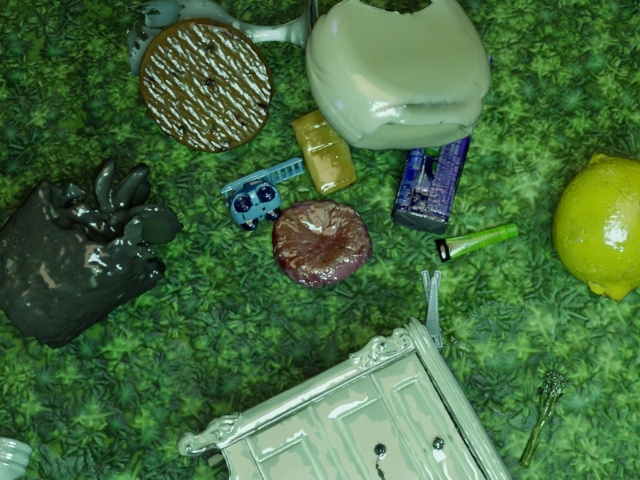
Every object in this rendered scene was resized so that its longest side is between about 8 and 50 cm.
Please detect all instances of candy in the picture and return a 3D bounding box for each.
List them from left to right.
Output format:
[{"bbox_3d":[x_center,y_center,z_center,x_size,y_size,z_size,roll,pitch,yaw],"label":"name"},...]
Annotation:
[{"bbox_3d":[0.189,-0.160,1.204,0.088,0.061,0.312,16,69,7],"label":"candy"}]

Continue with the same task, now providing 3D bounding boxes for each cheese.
[{"bbox_3d":[0.113,-0.244,1.115,0.266,0.127,0.233,-3,67,-18],"label":"cheese"}]

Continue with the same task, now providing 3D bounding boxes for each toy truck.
[{"bbox_3d":[-0.078,-0.074,1.187,0.136,0.063,0.074,-22,50,-9],"label":"toy truck"}]

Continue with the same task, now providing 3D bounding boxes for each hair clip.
[{"bbox_3d":[0.162,0.095,1.118,0.030,0.039,0.115,2,66,-2],"label":"hair clip"}]

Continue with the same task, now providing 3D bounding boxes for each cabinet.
[{"bbox_3d":[0.041,0.305,0.939,0.318,0.227,0.290,-25,70,-7],"label":"cabinet"}]

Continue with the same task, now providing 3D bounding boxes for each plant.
[{"bbox_3d":[-0.330,0.006,1.093,0.276,0.199,0.188,-38,75,-5],"label":"plant"}]

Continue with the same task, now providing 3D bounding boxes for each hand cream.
[{"bbox_3d":[0.233,-0.001,1.158,0.122,0.023,0.036,-16,80,-2],"label":"hand cream"}]

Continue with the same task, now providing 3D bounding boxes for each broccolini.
[{"bbox_3d":[0.298,0.241,1.061,0.035,0.030,0.140,24,76,20],"label":"broccolini"}]

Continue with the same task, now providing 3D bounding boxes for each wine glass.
[{"bbox_3d":[-0.150,-0.325,1.249,0.321,0.143,0.143,-4,68,2],"label":"wine glass"}]

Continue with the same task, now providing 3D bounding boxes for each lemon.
[{"bbox_3d":[0.410,-0.018,1.079,0.173,0.173,0.206,9,79,6],"label":"lemon"}]

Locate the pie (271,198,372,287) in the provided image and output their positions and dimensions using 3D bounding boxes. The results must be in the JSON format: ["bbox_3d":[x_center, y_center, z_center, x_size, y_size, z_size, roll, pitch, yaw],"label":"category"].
[{"bbox_3d":[0.000,0.000,1.161,0.153,0.038,0.154,0,67,1],"label":"pie"}]

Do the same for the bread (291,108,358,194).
[{"bbox_3d":[0.007,-0.136,1.202,0.074,0.053,0.132,-18,79,-3],"label":"bread"}]

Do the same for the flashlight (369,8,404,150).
[{"bbox_3d":[0.095,-0.260,1.240,0.093,0.093,0.232,9,64,6],"label":"flashlight"}]

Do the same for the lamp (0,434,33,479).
[{"bbox_3d":[-0.435,0.353,1.014,0.106,0.106,0.193,6,62,5],"label":"lamp"}]

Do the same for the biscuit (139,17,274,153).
[{"bbox_3d":[-0.176,-0.236,1.198,0.212,0.212,0.036,2,25,4],"label":"biscuit"}]
